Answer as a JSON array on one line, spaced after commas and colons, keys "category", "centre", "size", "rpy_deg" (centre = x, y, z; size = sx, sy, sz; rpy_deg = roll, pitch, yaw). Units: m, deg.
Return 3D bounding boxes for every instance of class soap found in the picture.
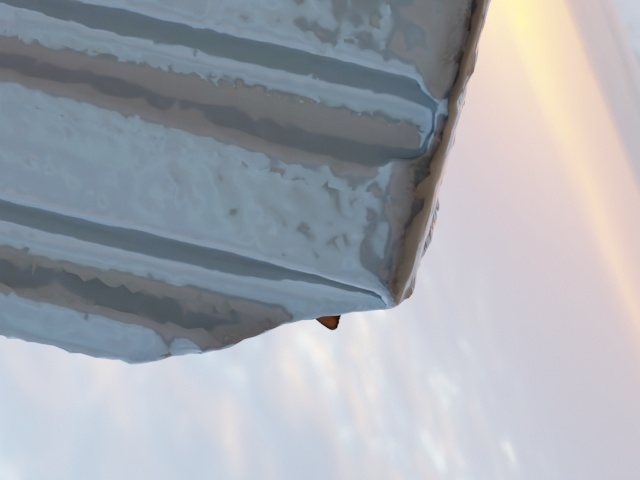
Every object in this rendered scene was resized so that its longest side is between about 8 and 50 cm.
[{"category": "soap", "centre": [-0.125, -0.135, 0.753], "size": [0.213, 0.435, 0.350], "rpy_deg": [-60, -19, -75]}]

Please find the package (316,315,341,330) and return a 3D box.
[{"category": "package", "centre": [0.001, 0.000, 0.964], "size": [0.077, 0.033, 0.110], "rpy_deg": [25, -114, -27]}]
